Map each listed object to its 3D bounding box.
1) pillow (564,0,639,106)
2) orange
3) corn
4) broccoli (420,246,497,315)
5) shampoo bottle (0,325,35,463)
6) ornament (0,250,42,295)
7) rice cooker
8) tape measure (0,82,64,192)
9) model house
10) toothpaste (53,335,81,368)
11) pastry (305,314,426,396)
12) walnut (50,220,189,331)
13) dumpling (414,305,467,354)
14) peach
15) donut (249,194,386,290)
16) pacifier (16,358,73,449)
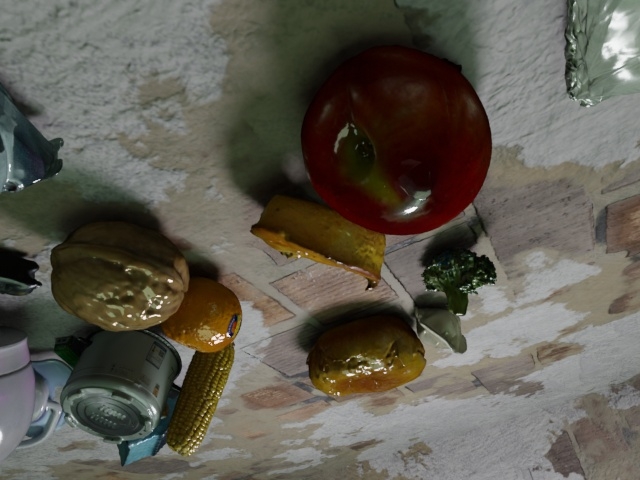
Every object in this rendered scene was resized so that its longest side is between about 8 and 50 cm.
[{"bbox_3d":[0.457,-0.317,0.699,0.284,0.138,0.310,-13,145,18],"label":"pillow"},{"bbox_3d":[-0.253,0.157,1.128,0.178,0.155,0.177,15,173,2],"label":"orange"},{"bbox_3d":[-0.288,0.364,1.290,0.106,0.305,0.106,8,138,7],"label":"corn"},{"bbox_3d":[0.314,0.096,1.218,0.167,0.160,0.154,2,165,12],"label":"broccoli"},{"bbox_3d":[-0.723,0.307,1.058,0.273,0.266,0.273,5,-176,0],"label":"shampoo bottle"},{"bbox_3d":[-0.660,0.098,1.002,0.202,0.080,0.236,21,131,-34],"label":"ornament"},{"bbox_3d":[-0.465,0.327,1.255,0.281,0.227,0.241,33,124,-20],"label":"rice cooker"},{"bbox_3d":[-0.512,-0.135,0.654,0.275,0.147,0.256,-16,145,4],"label":"tape measure"},{"bbox_3d":[-0.466,0.468,1.504,0.241,0.225,0.261,-9,152,-30],"label":"model house"},{"bbox_3d":[-0.605,0.295,1.330,0.043,0.037,0.178,-7,145,-1],"label":"toothpaste"},{"bbox_3d":[0.129,0.337,1.503,0.356,0.163,0.356,-10,147,-7],"label":"pastry"},{"bbox_3d":[-0.353,0.063,0.943,0.245,0.198,0.198,26,131,-32],"label":"walnut"},{"bbox_3d":[0.337,0.254,1.455,0.181,0.155,0.111,7,118,-11],"label":"dumpling"},{"bbox_3d":[0.134,-0.150,0.818,0.281,0.281,0.338,-42,170,36],"label":"peach"},{"bbox_3d":[0.002,0.001,0.941,0.254,0.118,0.253,18,-179,0],"label":"donut"},{"bbox_3d":[-0.740,0.377,1.310,0.279,0.227,0.207,17,-179,-17],"label":"pacifier"}]
